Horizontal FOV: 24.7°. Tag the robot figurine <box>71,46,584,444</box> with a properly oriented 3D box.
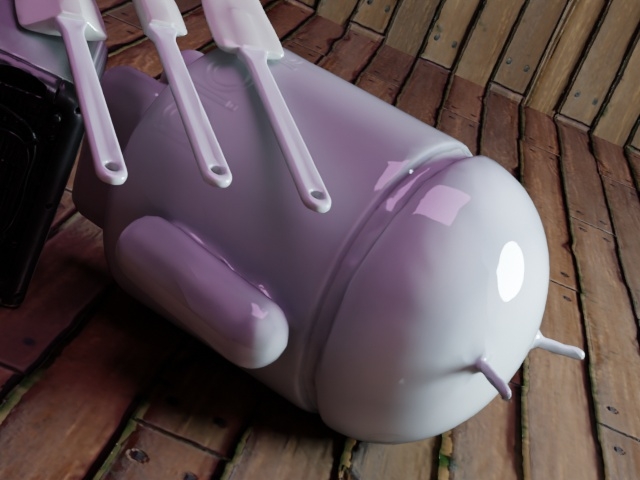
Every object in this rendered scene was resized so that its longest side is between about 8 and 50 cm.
[{"bbox_3d":[0.000,0.000,0.957,0.353,0.200,0.300,31,34,23],"label":"robot figurine"}]

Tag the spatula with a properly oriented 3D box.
[{"bbox_3d":[-0.090,-0.098,0.872,0.168,0.019,0.242,7,38,-25],"label":"spatula"}]

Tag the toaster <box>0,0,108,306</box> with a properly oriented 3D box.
[{"bbox_3d":[-0.233,-0.075,0.905,0.168,0.185,0.110,20,28,-9],"label":"toaster"}]
